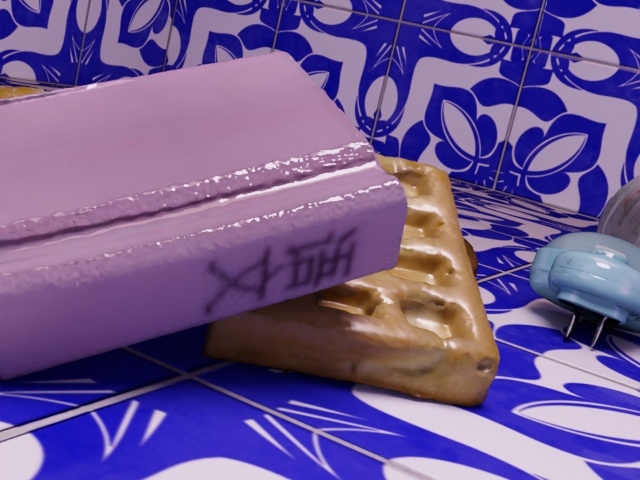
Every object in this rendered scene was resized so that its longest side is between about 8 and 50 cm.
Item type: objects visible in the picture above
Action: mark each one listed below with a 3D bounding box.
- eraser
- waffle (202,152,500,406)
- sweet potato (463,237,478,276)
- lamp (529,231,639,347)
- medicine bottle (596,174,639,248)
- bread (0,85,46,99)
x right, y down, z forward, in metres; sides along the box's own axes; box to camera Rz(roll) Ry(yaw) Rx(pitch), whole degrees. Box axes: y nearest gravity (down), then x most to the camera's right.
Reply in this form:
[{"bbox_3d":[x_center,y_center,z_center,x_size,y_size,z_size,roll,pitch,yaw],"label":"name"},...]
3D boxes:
[{"bbox_3d":[-0.144,-0.042,0.841,0.359,0.122,0.272,-13,44,-22],"label":"eraser"},{"bbox_3d":[0.028,0.009,1.003,0.304,0.077,0.348,11,40,-15],"label":"waffle"},{"bbox_3d":[0.170,-0.001,1.571,0.114,0.092,0.341,-12,21,-27],"label":"sweet potato"},{"bbox_3d":[0.412,0.066,1.371,0.209,0.147,0.284,19,12,18],"label":"lamp"},{"bbox_3d":[0.636,0.030,1.576,0.241,0.241,0.302,10,21,-17],"label":"medicine bottle"},{"bbox_3d":[-0.432,-0.098,1.119,0.195,0.176,0.246,5,9,27],"label":"bread"}]
